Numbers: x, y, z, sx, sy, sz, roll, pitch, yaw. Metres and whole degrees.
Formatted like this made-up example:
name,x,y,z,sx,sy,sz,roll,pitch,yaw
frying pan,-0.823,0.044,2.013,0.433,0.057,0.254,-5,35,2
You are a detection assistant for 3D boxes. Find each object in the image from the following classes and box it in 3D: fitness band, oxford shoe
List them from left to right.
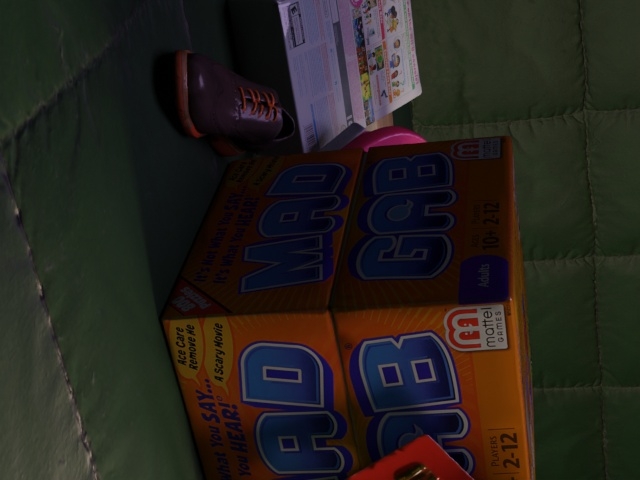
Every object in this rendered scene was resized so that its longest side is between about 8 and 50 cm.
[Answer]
name,x,y,z,sx,sy,sz,roll,pitch,yaw
oxford shoe,-0.098,-0.162,1.298,0.271,0.098,0.097,23,63,-77
fitness band,0.041,-0.039,1.565,0.054,0.291,0.209,40,-14,44

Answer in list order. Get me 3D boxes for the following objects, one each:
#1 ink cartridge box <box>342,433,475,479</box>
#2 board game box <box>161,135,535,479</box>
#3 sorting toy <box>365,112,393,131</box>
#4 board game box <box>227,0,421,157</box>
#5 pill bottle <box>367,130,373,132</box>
name,x,y,z,sx,sy,sz,roll,pitch,yaw
ink cartridge box,0.112,0.420,1.234,0.385,0.308,0.091,47,22,-22
board game box,0.062,0.125,1.337,0.356,0.356,0.357,-75,158,-58
sorting toy,0.088,-0.202,2.245,0.255,0.089,0.257,-36,120,-77
board game box,0.017,-0.269,1.601,0.303,0.097,0.224,-33,123,-44
pill bottle,0.079,-0.015,1.919,0.176,0.176,0.319,-73,156,-61
